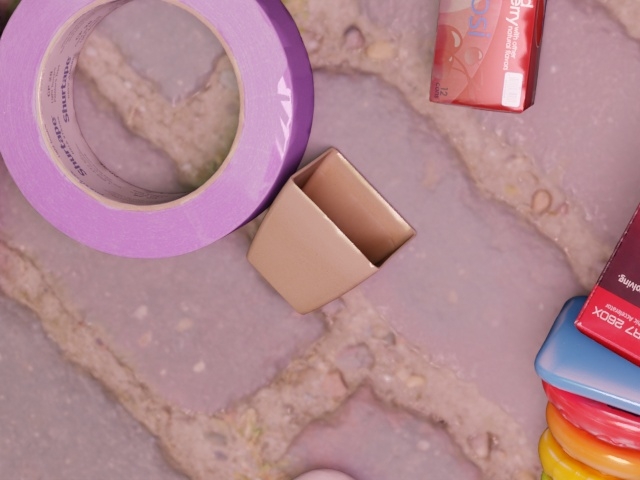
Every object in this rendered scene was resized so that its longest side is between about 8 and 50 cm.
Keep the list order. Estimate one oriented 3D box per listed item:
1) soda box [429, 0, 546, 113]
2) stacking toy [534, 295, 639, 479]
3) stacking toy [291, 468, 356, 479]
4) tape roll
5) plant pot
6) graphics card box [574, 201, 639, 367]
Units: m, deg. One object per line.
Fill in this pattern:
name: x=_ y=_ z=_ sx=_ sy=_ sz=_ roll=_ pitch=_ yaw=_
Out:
soda box: x=0.151 y=-0.243 z=1.626 sx=0.083 sy=0.092 sz=0.263 roll=9 pitch=101 yaw=12
stacking toy: x=0.244 y=0.215 z=1.662 sx=0.165 sy=0.175 sz=0.302 roll=18 pitch=113 yaw=12
stacking toy: x=0.005 y=0.443 z=1.707 sx=0.350 sy=0.350 sz=0.480 roll=0 pitch=80 yaw=12
tape roll: x=-0.147 y=-0.125 z=1.714 sx=0.274 sy=0.090 sz=0.275 roll=2 pitch=100 yaw=13
plant pot: x=0.000 y=0.000 z=1.697 sx=0.109 sy=0.109 sz=0.096 roll=47 pitch=117 yaw=2
graphics card box: x=0.383 y=-0.036 z=1.477 sx=0.232 sy=0.094 sz=0.371 roll=30 pitch=94 yaw=24
